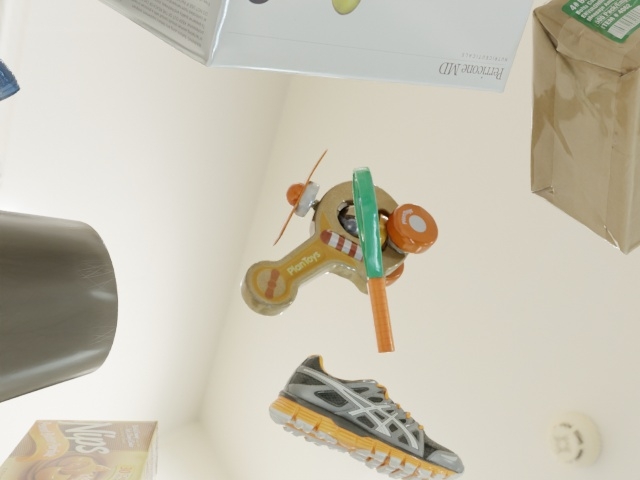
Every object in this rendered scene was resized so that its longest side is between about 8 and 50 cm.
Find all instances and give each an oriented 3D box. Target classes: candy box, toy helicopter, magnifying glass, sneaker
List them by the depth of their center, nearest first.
[{"bbox_3d":[0.057,0.191,0.985,0.215,0.083,0.084,26,-26,-4],"label":"sneaker"},{"bbox_3d":[0.065,0.023,1.156,0.026,0.092,0.231,-6,-97,-3],"label":"magnifying glass"},{"bbox_3d":[-0.320,0.319,1.246,0.183,0.316,0.088,2,-86,-5],"label":"candy box"},{"bbox_3d":[0.000,0.000,1.467,0.235,0.355,0.140,50,-42,8],"label":"toy helicopter"}]

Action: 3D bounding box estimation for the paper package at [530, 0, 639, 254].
[{"bbox_3d":[0.429,-0.195,1.151,0.168,0.325,0.309,42,-25,41],"label":"paper package"}]

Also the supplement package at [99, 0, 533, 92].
[{"bbox_3d":[-0.006,-0.206,0.637,0.204,0.262,0.145,37,-60,42],"label":"supplement package"}]

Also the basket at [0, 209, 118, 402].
[{"bbox_3d":[-0.281,0.052,0.699,0.154,0.227,0.204,-29,-111,46],"label":"basket"}]

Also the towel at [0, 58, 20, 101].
[{"bbox_3d":[-0.436,-0.231,1.194,0.067,0.029,0.119,-8,-57,44],"label":"towel"}]
